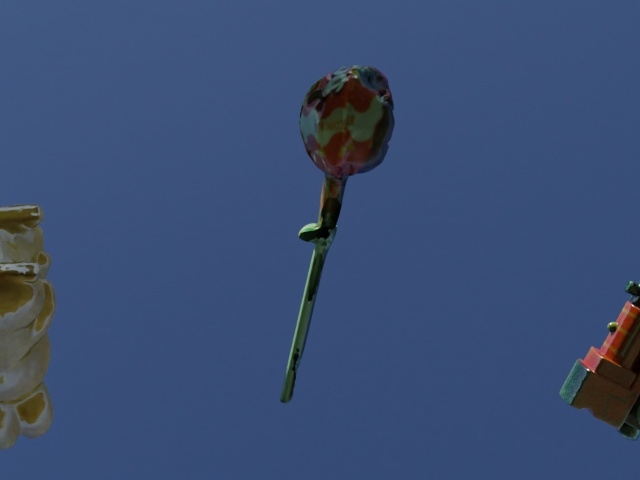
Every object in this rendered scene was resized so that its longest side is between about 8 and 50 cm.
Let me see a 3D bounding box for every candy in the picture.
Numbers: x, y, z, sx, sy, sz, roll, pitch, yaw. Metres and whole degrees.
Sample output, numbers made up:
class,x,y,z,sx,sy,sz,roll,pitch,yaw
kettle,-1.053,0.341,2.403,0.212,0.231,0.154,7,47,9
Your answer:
class,x,y,z,sx,sy,sz,roll,pitch,yaw
candy,0.000,0.000,0.782,0.049,0.055,0.185,23,-65,21

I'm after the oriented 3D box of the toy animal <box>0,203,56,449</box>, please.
class,x,y,z,sx,sy,sz,roll,pitch,yaw
toy animal,-0.183,0.055,0.877,0.083,0.159,0.070,-5,-134,-4

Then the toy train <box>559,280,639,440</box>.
class,x,y,z,sx,sy,sz,roll,pitch,yaw
toy train,0.193,0.066,0.943,0.064,0.044,0.103,28,-81,-8
